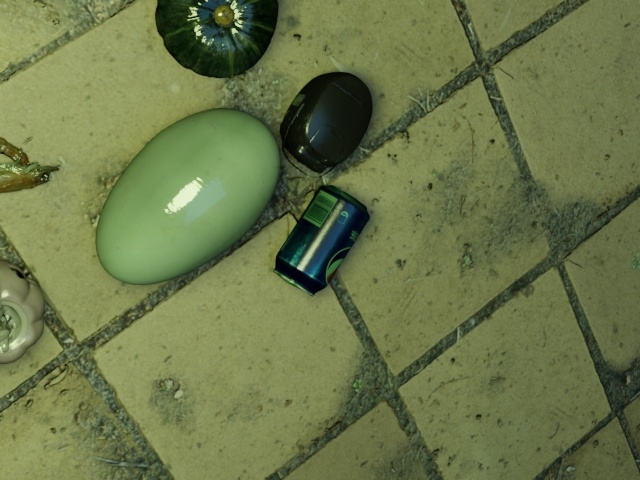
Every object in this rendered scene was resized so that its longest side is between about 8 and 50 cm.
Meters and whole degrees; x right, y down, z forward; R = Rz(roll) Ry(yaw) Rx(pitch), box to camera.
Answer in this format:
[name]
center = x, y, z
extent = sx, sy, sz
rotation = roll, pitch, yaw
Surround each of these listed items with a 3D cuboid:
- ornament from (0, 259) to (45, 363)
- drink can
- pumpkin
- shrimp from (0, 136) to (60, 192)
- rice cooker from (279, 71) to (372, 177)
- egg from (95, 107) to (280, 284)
[ornament]
center = -0.541, 0.122, 1.811
extent = 0.177, 0.177, 0.177
rotation = -9, 109, -27
[drink can]
center = 0.000, 0.000, 2.108
extent = 0.118, 0.118, 0.205
rotation = 34, 88, -33
[pumpkin]
center = -0.175, -0.382, 1.872
extent = 0.211, 0.152, 0.211
rotation = -3, 107, -10
[shrimp]
center = -0.524, -0.124, 1.824
extent = 0.180, 0.041, 0.099
rotation = -1, 91, -28
[rice cooker]
center = 0.007, -0.219, 2.042
extent = 0.142, 0.118, 0.203
rotation = 39, 84, -33
[egg]
center = -0.230, -0.074, 1.888
extent = 0.371, 0.230, 0.230
rotation = -42, 121, -5
